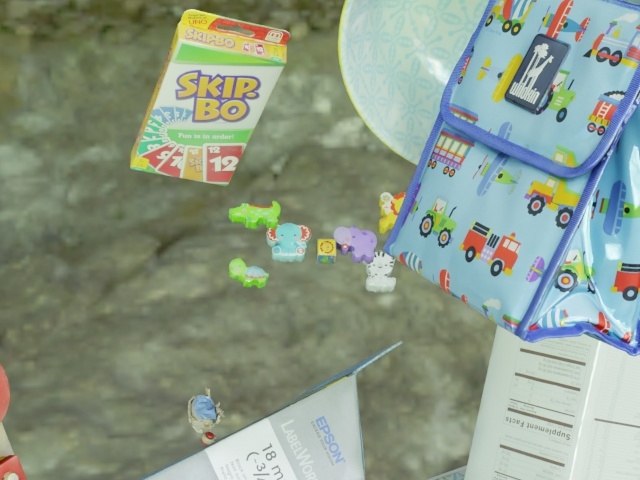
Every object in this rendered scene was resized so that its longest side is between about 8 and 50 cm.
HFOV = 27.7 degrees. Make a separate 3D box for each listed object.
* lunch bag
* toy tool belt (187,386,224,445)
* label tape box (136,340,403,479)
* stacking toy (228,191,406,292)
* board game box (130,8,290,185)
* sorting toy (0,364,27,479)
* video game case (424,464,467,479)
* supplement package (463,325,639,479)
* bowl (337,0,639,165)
[{"bbox_3d":[0.198,-0.083,1.085,0.138,0.293,0.221,9,-167,-30],"label":"lunch bag"},{"bbox_3d":[-0.173,0.268,1.983,0.052,0.051,0.083,13,-149,-31],"label":"toy tool belt"},{"bbox_3d":[-0.072,0.239,1.299,0.334,0.106,0.240,-24,173,-32],"label":"label tape box"},{"bbox_3d":[0.000,0.000,1.530,0.221,0.052,0.167,1,151,-5],"label":"stacking toy"},{"bbox_3d":[-0.130,-0.159,1.494,0.124,0.039,0.259,10,141,-17],"label":"board game box"},{"bbox_3d":[-0.396,0.234,1.291,0.089,0.255,0.257,-12,-168,36],"label":"sorting toy"},{"bbox_3d":[0.256,0.341,1.552,0.329,0.036,0.300,-22,-158,9],"label":"video game case"},{"bbox_3d":[0.251,0.153,1.266,0.139,0.244,0.134,15,177,-38],"label":"supplement package"},{"bbox_3d":[0.164,-0.214,1.204,0.289,0.289,0.156,-3,-143,8],"label":"bowl"}]
